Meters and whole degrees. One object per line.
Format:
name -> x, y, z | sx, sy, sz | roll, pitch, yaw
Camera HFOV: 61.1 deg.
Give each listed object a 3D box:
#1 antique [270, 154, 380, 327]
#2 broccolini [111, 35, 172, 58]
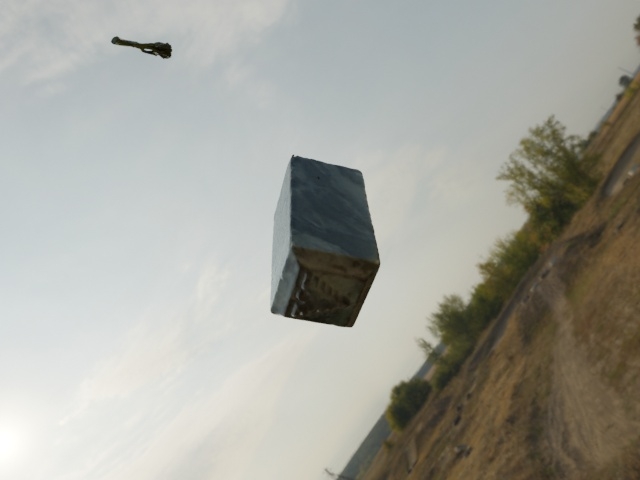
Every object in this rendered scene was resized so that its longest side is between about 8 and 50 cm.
antique -> 0.000, 0.000, 0.554 | 0.183, 0.086, 0.088 | -94, 18, -53
broccolini -> -0.325, -0.354, 0.983 | 0.140, 0.035, 0.030 | -19, -44, -60
